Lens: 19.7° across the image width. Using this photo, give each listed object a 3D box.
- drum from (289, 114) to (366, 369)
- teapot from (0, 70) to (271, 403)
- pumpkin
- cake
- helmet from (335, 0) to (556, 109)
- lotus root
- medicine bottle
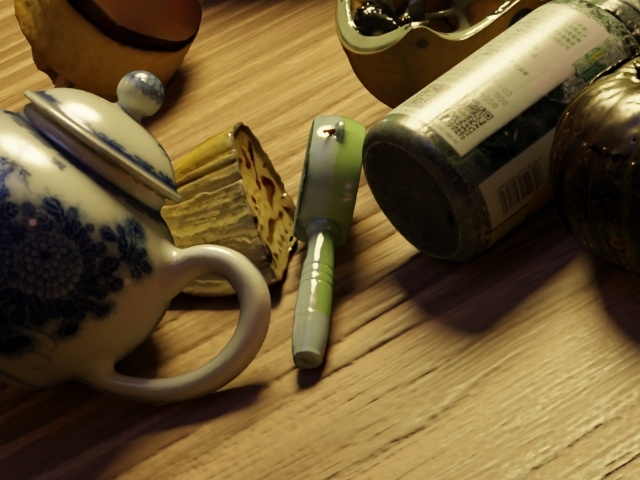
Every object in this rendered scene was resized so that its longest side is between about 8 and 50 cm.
[{"bbox_3d":[-0.003,0.009,1.578,0.049,0.130,0.253,10,64,-3],"label":"drum"},{"bbox_3d":[-0.220,-0.024,1.544,0.424,0.252,0.280,37,91,17],"label":"teapot"},{"bbox_3d":[0.294,-0.072,1.425,0.238,0.159,0.238,-18,28,10],"label":"pumpkin"},{"bbox_3d":[-0.248,-0.229,1.988,0.178,0.207,0.185,-43,61,30],"label":"cake"},{"bbox_3d":[0.127,-0.190,1.740,0.224,0.130,0.198,-23,33,-22],"label":"helmet"},{"bbox_3d":[-0.086,-0.019,1.651,0.135,0.095,0.159,-11,72,26],"label":"lotus root"},{"bbox_3d":[0.183,-0.112,1.571,0.293,0.141,0.141,-37,34,-23],"label":"medicine bottle"}]
